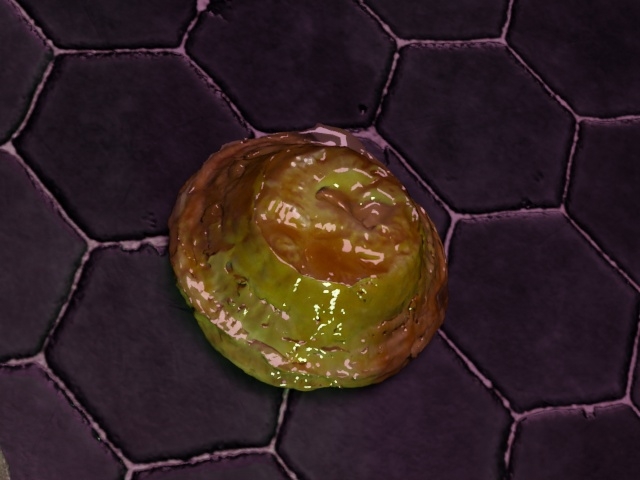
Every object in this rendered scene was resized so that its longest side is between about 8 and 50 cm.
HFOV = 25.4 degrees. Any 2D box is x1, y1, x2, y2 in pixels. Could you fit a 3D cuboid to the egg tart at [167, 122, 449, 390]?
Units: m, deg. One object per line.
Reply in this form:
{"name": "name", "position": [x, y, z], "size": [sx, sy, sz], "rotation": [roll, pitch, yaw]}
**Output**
{"name": "egg tart", "position": [-0.003, 0.002, 1.537], "size": [0.341, 0.129, 0.341], "rotation": [8, 58, -13]}

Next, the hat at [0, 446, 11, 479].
{"name": "hat", "position": [-0.401, 0.253, 1.241], "size": [0.257, 0.130, 0.257], "rotation": [8, 58, -14]}
